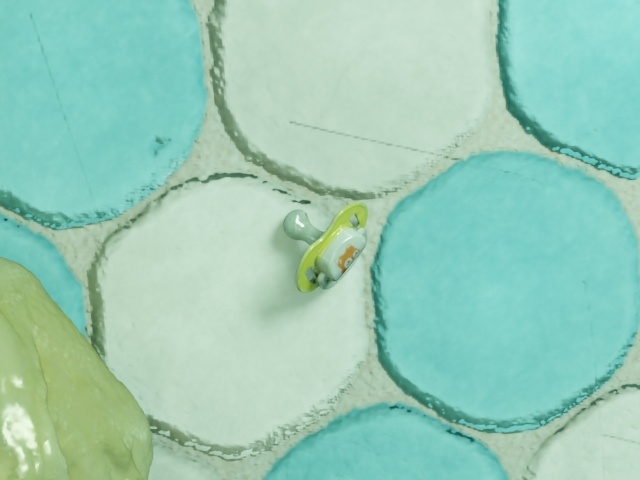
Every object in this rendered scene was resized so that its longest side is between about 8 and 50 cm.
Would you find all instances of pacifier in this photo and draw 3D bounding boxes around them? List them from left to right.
[{"bbox_3d":[0.000,0.000,1.487,0.064,0.068,0.083,36,80,22],"label":"pacifier"}]

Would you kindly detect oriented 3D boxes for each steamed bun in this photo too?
[{"bbox_3d":[-0.285,0.206,1.421,0.324,0.230,0.372,29,96,-16],"label":"steamed bun"}]
